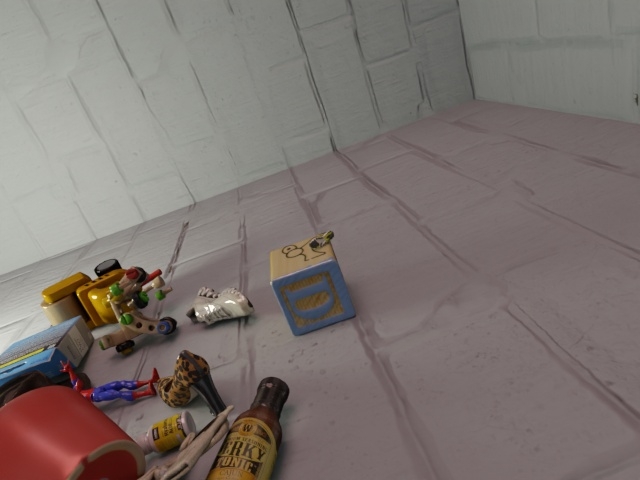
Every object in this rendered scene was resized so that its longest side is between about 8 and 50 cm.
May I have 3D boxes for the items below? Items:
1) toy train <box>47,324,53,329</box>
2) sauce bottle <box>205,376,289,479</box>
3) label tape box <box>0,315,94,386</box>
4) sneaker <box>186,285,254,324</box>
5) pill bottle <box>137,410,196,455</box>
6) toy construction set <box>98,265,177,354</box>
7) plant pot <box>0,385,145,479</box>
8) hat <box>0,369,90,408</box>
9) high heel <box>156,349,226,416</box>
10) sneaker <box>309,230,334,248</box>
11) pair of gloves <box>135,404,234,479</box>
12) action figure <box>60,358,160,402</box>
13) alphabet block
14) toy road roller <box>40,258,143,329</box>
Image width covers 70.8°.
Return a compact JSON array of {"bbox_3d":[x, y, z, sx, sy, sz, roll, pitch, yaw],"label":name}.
[{"bbox_3d":[-1.020,0.329,1.821,0.158,0.027,0.036,-26,35,-15],"label":"toy train"},{"bbox_3d":[-0.139,0.407,0.856,0.112,0.111,0.344,-12,25,18],"label":"sauce bottle"},{"bbox_3d":[-0.907,0.391,1.439,0.249,0.115,0.348,-23,17,-8],"label":"label tape box"},{"bbox_3d":[-0.321,0.219,1.431,0.292,0.110,0.118,-7,33,45],"label":"sneaker"},{"bbox_3d":[-0.345,0.436,1.011,0.116,0.065,0.065,-23,24,-5],"label":"pill bottle"},{"bbox_3d":[-0.634,0.229,1.493,0.237,0.257,0.309,-32,21,-1],"label":"toy construction set"},{"bbox_3d":[-0.503,0.453,0.884,0.243,0.274,0.275,6,34,29],"label":"plant pot"},{"bbox_3d":[-0.833,0.456,1.258,0.332,0.133,0.331,-20,22,9],"label":"hat"},{"bbox_3d":[-0.351,0.323,1.106,0.261,0.186,0.093,0,31,38],"label":"high heel"},{"bbox_3d":[0.000,0.000,1.258,0.083,0.031,0.035,-28,11,-28],"label":"sneaker"},{"bbox_3d":[-0.278,0.416,0.845,0.240,0.042,0.204,-40,-7,17],"label":"pair of gloves"},{"bbox_3d":[-0.594,0.379,1.203,0.281,0.139,0.091,-15,21,-4],"label":"action figure"},{"bbox_3d":[-0.028,0.120,1.288,0.193,0.193,0.197,-18,24,1],"label":"alphabet block"},{"bbox_3d":[-0.829,0.229,1.669,0.330,0.202,0.241,-30,29,-27],"label":"toy road roller"}]
